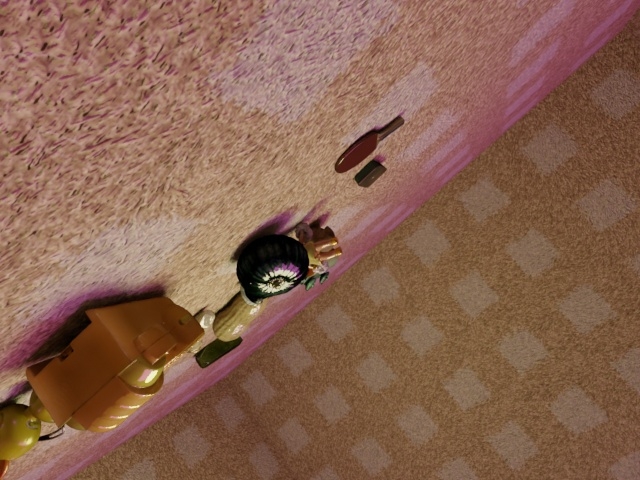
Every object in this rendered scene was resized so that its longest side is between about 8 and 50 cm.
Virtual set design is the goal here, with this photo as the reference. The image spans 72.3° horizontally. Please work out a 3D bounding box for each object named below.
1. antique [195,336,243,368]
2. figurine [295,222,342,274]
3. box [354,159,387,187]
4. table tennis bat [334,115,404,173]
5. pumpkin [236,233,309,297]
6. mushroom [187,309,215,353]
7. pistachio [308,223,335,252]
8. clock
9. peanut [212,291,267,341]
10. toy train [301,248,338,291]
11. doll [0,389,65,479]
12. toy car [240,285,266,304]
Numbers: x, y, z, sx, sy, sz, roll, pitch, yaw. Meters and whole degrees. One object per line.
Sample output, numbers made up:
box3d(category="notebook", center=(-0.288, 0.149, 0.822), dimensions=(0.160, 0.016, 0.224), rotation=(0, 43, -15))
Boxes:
box3d(category="antique", center=(-0.477, 0.504, 2.037), dimensions=(0.221, 0.080, 0.081), rotation=(-30, 165, -36))
box3d(category="figurine", center=(-0.055, 0.048, 1.319), dimensions=(0.240, 0.174, 0.116), rotation=(-21, -164, 7))
box3d(category="box", center=(0.154, -0.206, 1.356), dimensions=(0.091, 0.031, 0.126), rotation=(-43, 168, 19))
box3d(category="table tennis bat", center=(0.125, -0.246, 1.121), dimensions=(0.220, 0.019, 0.130), rotation=(-37, 169, -4))
box3d(category="pumpkin", center=(-0.127, 0.072, 1.181), dimensions=(0.202, 0.140, 0.202), rotation=(-15, 142, -12))
box3d(category="mushroom", center=(-0.406, 0.300, 1.439), dimensions=(0.209, 0.084, 0.071), rotation=(-51, -175, 38))
box3d(category="pistachio", center=(0.000, 0.000, 1.479), dimensions=(0.113, 0.113, 0.149), rotation=(-39, 168, -3))
box3d(category="clock", center=(-0.392, 0.236, 0.931), dimensions=(0.244, 0.200, 0.317), rotation=(-38, 179, 13))
box3d(category="peanut", center=(-0.284, 0.259, 1.582), dimensions=(0.256, 0.123, 0.123), rotation=(-45, 169, 11))
box3d(category="toy train", center=(-0.015, 0.114, 1.933), dimensions=(0.177, 0.116, 0.285), rotation=(-56, 164, 19))
box3d(category="doll", center=(-0.635, 0.396, 0.937), dimensions=(0.221, 0.143, 0.135), rotation=(-44, 142, -6))
box3d(category="toy car", center=(-0.200, 0.155, 1.491), dimensions=(0.056, 0.095, 0.205), rotation=(-24, 180, 37))
